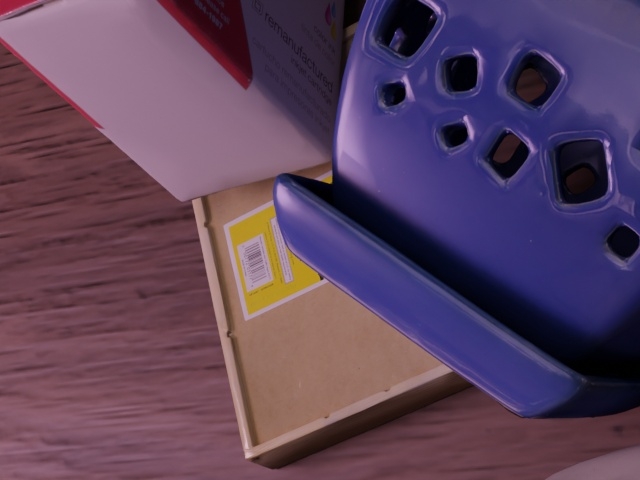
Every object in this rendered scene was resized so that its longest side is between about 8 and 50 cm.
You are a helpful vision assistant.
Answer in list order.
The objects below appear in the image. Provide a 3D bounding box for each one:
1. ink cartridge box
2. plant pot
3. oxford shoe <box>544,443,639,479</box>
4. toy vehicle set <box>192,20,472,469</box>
[{"bbox_3d":[-0.086,-0.216,1.079,0.131,0.226,0.306,-12,57,29],"label":"ink cartridge box"},{"bbox_3d":[0.127,-0.031,0.896,0.236,0.236,0.212,36,100,22],"label":"plant pot"},{"bbox_3d":[0.300,0.087,0.787,0.449,0.169,0.130,-14,107,22],"label":"oxford shoe"},{"bbox_3d":[0.000,0.000,1.098,0.166,0.035,0.267,-25,62,23],"label":"toy vehicle set"}]
